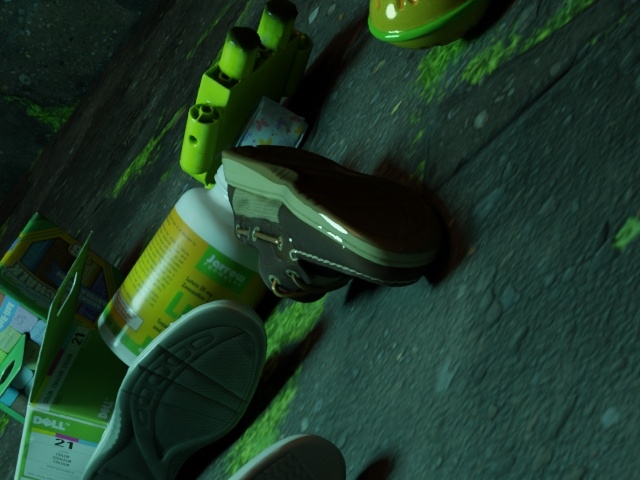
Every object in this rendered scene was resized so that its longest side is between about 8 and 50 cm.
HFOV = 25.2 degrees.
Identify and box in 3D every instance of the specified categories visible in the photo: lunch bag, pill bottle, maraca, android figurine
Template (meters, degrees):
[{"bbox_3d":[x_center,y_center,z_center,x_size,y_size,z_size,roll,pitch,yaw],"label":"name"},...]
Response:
[{"bbox_3d":[-0.063,-0.127,1.765,0.083,0.071,0.053,-60,14,6],"label":"lunch bag"},{"bbox_3d":[-0.122,0.030,1.552,0.246,0.136,0.136,-55,18,11],"label":"pill bottle"},{"bbox_3d":[0.130,-0.254,1.425,0.185,0.099,0.127,-24,39,17],"label":"maraca"},{"bbox_3d":[-0.100,-0.173,1.824,0.248,0.056,0.273,-45,-18,-44],"label":"android figurine"}]

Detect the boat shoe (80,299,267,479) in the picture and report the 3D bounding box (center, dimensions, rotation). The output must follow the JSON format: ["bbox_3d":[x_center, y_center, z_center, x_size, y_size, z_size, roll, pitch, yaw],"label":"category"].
[{"bbox_3d":[-0.149,0.164,1.448,0.320,0.118,0.103,-58,11,34],"label":"boat shoe"}]

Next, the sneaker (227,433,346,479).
[{"bbox_3d":[-0.078,0.241,1.161,0.256,0.094,0.151,-55,15,8],"label":"sneaker"}]

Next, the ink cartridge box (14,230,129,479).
[{"bbox_3d":[-0.259,0.148,1.609,0.189,0.097,0.255,-76,2,-64],"label":"ink cartridge box"}]

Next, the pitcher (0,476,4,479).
[{"bbox_3d":[-0.574,0.383,2.071,0.178,0.207,0.125,-58,18,-5],"label":"pitcher"}]

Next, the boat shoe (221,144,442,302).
[{"bbox_3d":[0.000,0.000,1.327,0.342,0.123,0.123,28,116,57],"label":"boat shoe"}]

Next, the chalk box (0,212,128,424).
[{"bbox_3d":[-0.422,0.128,2.059,0.180,0.179,0.289,-50,10,24],"label":"chalk box"}]
